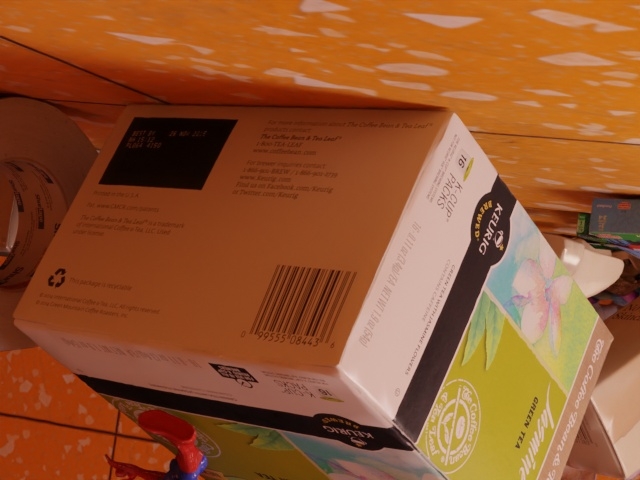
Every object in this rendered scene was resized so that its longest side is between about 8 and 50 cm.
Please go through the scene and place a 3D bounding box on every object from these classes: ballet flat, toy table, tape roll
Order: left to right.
[{"bbox_3d":[-0.283,-0.015,1.331,0.072,0.219,0.219,4,174,41],"label":"tape roll"},{"bbox_3d":[0.212,0.064,1.737,0.252,0.160,0.274,16,-178,-30],"label":"toy table"},{"bbox_3d":[0.349,0.025,1.943,0.067,0.073,0.206,-30,156,36],"label":"ballet flat"}]

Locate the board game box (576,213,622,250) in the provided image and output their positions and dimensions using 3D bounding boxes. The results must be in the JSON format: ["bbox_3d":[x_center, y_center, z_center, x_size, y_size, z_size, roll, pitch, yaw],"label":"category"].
[{"bbox_3d":[0.412,0.004,1.646,0.260,0.030,0.136,7,178,19],"label":"board game box"}]

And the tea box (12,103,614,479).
[{"bbox_3d":[0.003,0.070,1.228,0.329,0.220,0.323,5,151,39],"label":"tea box"}]

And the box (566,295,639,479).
[{"bbox_3d":[0.408,0.144,1.835,0.311,0.121,0.148,-32,-166,-24],"label":"box"}]

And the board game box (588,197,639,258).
[{"bbox_3d":[0.375,0.005,1.460,0.160,0.039,0.211,2,168,39],"label":"board game box"}]

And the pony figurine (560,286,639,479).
[{"bbox_3d":[0.441,0.182,2.101,0.364,0.351,0.303,7,156,-19],"label":"pony figurine"}]

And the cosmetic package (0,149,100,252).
[{"bbox_3d":[-0.376,-0.049,1.733,0.296,0.129,0.153,6,175,39],"label":"cosmetic package"}]

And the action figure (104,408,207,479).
[{"bbox_3d":[-0.154,0.218,1.314,0.139,0.091,0.280,14,155,13],"label":"action figure"}]
